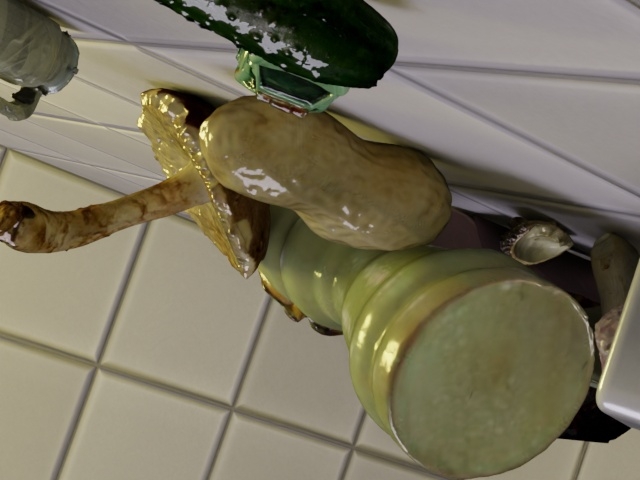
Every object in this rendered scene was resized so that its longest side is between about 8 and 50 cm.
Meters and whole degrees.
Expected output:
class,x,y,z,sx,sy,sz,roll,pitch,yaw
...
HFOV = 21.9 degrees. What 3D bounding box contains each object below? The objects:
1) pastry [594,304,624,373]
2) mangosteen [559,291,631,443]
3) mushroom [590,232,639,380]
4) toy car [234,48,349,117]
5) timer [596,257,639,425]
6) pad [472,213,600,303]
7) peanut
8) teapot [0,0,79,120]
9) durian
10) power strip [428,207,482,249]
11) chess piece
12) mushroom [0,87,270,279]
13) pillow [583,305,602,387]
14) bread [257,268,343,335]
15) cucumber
class,x,y,z,sx,sy,sz,roll,pitch,yaw
pastry,0.372,0.086,1.569,0.112,0.103,0.265,-30,167,40
mangosteen,0.296,0.143,2.115,0.287,0.233,0.287,13,174,2
mushroom,0.311,0.076,1.665,0.084,0.209,0.071,19,138,-25
toy car,-0.024,-0.128,1.274,0.093,0.058,0.186,22,176,-8
timer,0.354,0.083,1.352,0.195,0.192,0.194,17,175,21
pad,0.268,0.025,1.935,0.187,0.006,0.113,21,-154,-13
peanut,0.003,-0.065,1.602,0.274,0.111,0.125,24,151,-27
teapot,-0.311,-0.181,1.551,0.077,0.107,0.200,14,174,29
durian,0.233,0.002,1.819,0.066,0.052,0.130,14,173,30
power strip,0.151,0.039,1.991,0.154,0.154,0.078,17,176,33
chess piece,0.083,0.063,1.783,0.234,0.234,0.442,22,-170,-30
mushroom,-0.204,-0.059,1.816,0.301,0.208,0.233,3,158,-7
pillow,0.369,0.106,1.811,0.302,0.075,0.185,-13,-160,-35
bread,0.006,0.000,2.277,0.174,0.133,0.252,26,-144,-38
cucumber,-0.056,-0.157,1.028,0.227,0.069,0.069,24,175,-9
